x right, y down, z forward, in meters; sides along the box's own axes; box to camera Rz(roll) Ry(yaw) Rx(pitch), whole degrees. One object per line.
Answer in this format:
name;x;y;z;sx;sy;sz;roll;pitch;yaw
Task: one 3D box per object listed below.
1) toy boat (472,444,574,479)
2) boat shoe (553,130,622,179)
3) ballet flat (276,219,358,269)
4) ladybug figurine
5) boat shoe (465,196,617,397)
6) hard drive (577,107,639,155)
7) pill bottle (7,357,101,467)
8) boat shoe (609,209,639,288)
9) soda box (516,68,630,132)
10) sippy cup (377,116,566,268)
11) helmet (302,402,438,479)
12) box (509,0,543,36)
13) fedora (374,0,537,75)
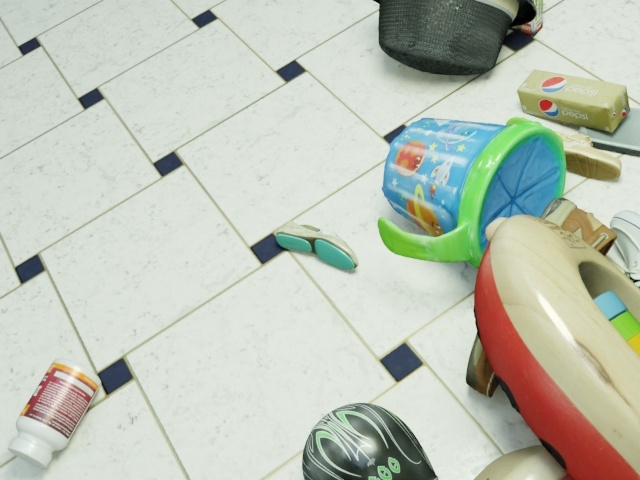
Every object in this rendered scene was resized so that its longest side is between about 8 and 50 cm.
toy boat;0.238;0.356;0.891;0.231;0.151;0.151;-39;83;-14
boat shoe;0.428;-0.153;1.257;0.170;0.063;0.059;24;68;31
ballet flat;0.000;0.000;1.268;0.168;0.057;0.052;19;51;27
ladybug figurine;0.330;0.160;0.878;0.162;0.305;0.449;-48;61;28
boat shoe;0.320;0.082;1.067;0.119;0.123;0.324;27;71;23
hard drive;0.521;-0.191;1.286;0.135;0.022;0.094;16;60;27
pill bottle;-0.413;0.267;1.158;0.086;0.086;0.152;10;56;23
boat shoe;0.477;0.049;1.074;0.075;0.083;0.226;-25;51;-6
soda box;0.439;-0.245;1.305;0.181;0.058;0.061;25;66;44
sippy cup;0.227;-0.091;1.179;0.224;0.305;0.240;27;108;43
helmet;0.055;0.291;0.969;0.169;0.169;0.161;-41;70;-16
box;0.349;-0.493;1.511;0.207;0.114;0.036;29;65;31
fedora;0.231;-0.404;1.427;0.333;0.334;0.153;14;93;25
